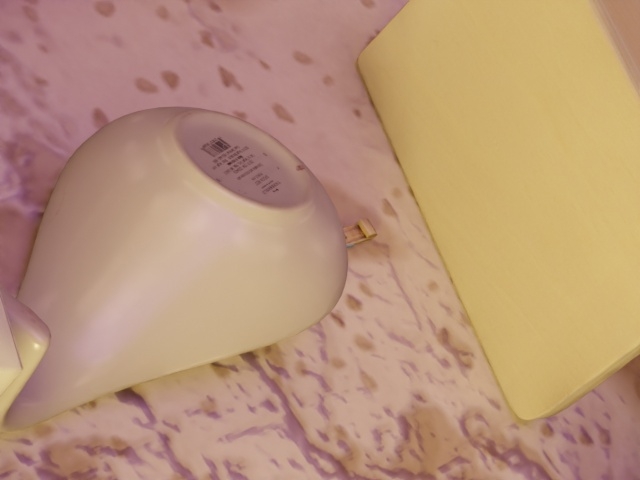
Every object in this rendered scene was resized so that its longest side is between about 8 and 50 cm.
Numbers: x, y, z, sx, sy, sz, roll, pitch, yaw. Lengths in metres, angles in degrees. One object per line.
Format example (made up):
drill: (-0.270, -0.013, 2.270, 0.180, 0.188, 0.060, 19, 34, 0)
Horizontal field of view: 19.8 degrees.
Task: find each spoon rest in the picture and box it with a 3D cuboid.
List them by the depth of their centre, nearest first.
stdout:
spoon rest: (-0.080, 0.011, 0.774, 0.137, 0.084, 0.276, 38, 27, 11)

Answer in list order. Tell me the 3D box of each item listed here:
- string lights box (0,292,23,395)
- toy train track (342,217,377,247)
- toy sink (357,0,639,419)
string lights box: (-0.241, 0.044, 0.560, 0.260, 0.133, 0.076, 1, 56, -39)
toy train track: (0.000, 0.000, 0.891, 0.083, 0.014, 0.048, -16, 68, -47)
toy sink: (0.148, -0.043, 0.945, 0.131, 0.153, 0.234, 0, 56, -40)
